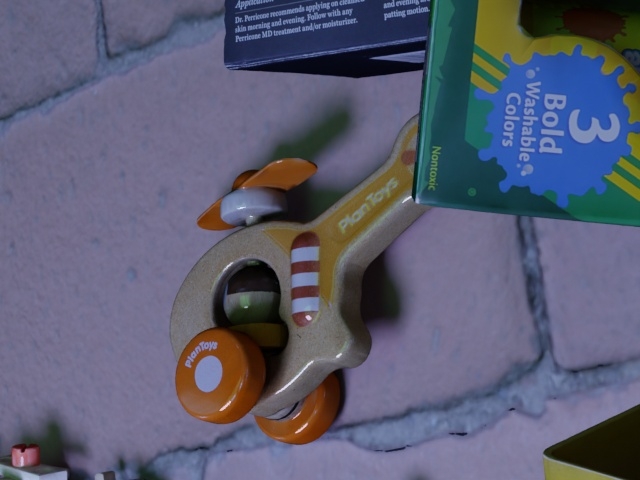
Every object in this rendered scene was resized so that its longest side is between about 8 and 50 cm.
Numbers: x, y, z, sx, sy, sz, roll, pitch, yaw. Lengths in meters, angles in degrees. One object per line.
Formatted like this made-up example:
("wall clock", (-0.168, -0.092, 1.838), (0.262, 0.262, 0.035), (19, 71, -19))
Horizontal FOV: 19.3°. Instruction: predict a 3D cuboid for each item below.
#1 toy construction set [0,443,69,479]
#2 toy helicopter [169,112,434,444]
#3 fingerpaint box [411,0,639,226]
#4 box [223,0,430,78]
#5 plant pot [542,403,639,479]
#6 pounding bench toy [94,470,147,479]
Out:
("toy construction set", (-0.358, 0.359, 1.926), (0.215, 0.151, 0.327), (12, 90, 65))
("toy helicopter", (0.000, 0.000, 1.660), (0.355, 0.140, 0.235), (-41, 54, 21))
("fingerpaint box", (0.264, -0.226, 1.255), (0.371, 0.163, 0.444), (6, 93, 1))
("box", (0.096, -0.304, 1.519), (0.343, 0.179, 0.312), (-3, 89, 41))
("plant pot", (0.299, 0.233, 1.331), (0.212, 0.212, 0.187), (13, 111, 41))
("pounding bench toy", (-0.192, 0.269, 1.847), (0.083, 0.052, 0.065), (22, 104, 39))
